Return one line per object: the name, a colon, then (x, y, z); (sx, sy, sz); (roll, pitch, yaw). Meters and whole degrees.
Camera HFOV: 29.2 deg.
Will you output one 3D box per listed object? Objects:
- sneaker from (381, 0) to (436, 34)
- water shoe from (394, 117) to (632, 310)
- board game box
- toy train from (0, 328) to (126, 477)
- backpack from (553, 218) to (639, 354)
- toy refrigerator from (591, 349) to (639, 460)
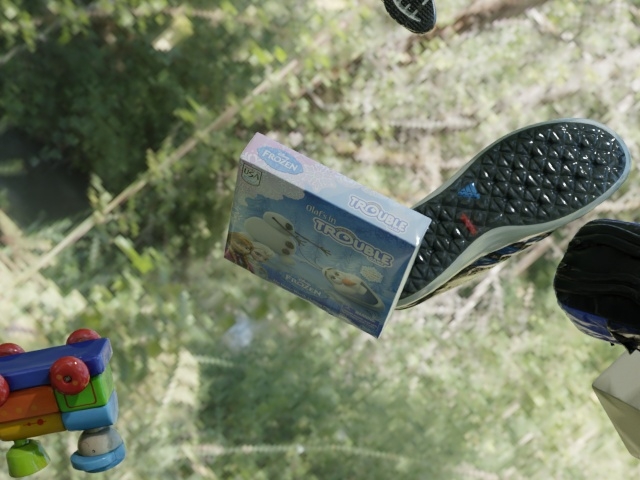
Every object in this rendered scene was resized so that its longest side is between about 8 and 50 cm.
sneaker: (0.065, -0.209, 1.015); (0.109, 0.040, 0.044); (57, 11, 27)
water shoe: (0.117, -0.019, 0.852); (0.073, 0.203, 0.080); (64, 4, 13)
board game box: (0.000, 0.000, 0.586); (0.090, 0.020, 0.090); (27, -34, 8)
toy train: (-0.338, 0.193, 1.331); (0.105, 0.248, 0.143); (-88, 167, -74)
backpack: (0.250, 0.044, 0.969); (0.120, 0.098, 0.101); (15, -25, 37)
toy refrigerator: (0.390, 0.094, 1.133); (0.102, 0.269, 0.094); (57, -15, -27)
